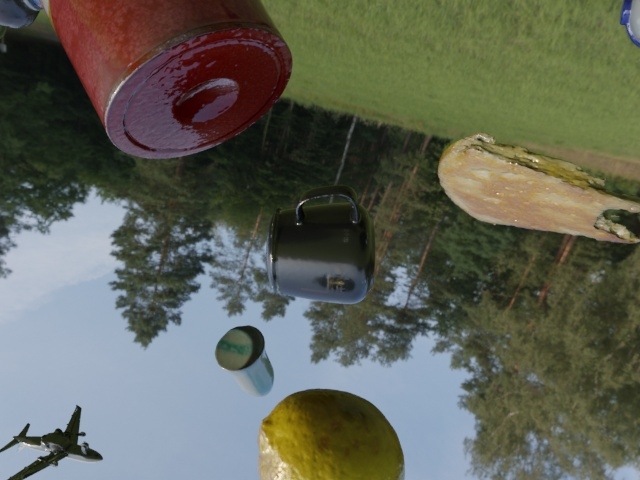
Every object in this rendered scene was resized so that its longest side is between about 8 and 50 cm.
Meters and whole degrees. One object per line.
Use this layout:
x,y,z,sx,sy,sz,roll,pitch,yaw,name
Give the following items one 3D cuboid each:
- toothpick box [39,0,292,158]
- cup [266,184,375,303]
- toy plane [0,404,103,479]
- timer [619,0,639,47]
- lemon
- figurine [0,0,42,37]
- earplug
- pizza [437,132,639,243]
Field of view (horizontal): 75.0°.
-0.195,-0.281,0.442,0.204,0.204,0.333,-18,-102,-59,toothpick box
0.000,0.000,0.681,0.176,0.223,0.169,3,-135,4,cup
-0.564,0.438,0.884,0.226,0.058,0.226,-2,-159,14,toy plane
0.542,-0.480,0.604,0.270,0.384,0.270,-3,-162,1,timer
0.012,0.285,0.547,0.207,0.170,0.170,18,-164,-22,lemon
-0.692,-0.522,0.888,0.275,0.158,0.161,7,-132,27,figurine
-0.256,0.490,1.593,0.185,0.324,0.185,-8,-136,8,earplug
0.252,-0.061,0.500,0.262,0.034,0.181,21,165,48,pizza
